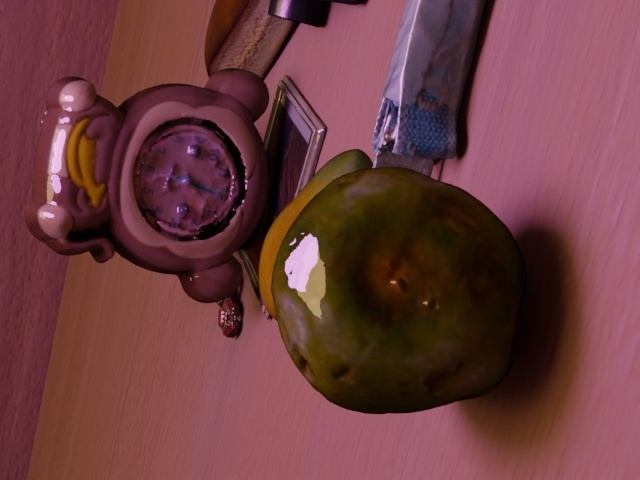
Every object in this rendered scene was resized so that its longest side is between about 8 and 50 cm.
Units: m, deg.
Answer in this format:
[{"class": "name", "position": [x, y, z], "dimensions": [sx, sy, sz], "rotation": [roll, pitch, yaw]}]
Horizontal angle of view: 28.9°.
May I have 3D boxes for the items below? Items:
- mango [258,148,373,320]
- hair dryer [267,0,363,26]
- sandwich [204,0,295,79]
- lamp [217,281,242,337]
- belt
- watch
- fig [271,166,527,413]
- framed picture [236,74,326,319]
[{"class": "mango", "position": [0.000, 0.007, 1.343], "dimensions": [0.237, 0.091, 0.137], "rotation": [127, 140, -53]}, {"class": "hair dryer", "position": [0.008, -0.319, 1.510], "dimensions": [0.219, 0.071, 0.124], "rotation": [34, 113, 61]}, {"class": "sandwich", "position": [-0.093, -0.310, 1.734], "dimensions": [0.258, 0.094, 0.096], "rotation": [132, 137, -55]}, {"class": "lamp", "position": [-0.127, 0.096, 1.749], "dimensions": [0.063, 0.031, 0.083], "rotation": [119, 149, -47]}, {"class": "belt", "position": [0.111, -0.203, 1.147], "dimensions": [0.087, 0.072, 0.302], "rotation": [-134, 56, -69]}, {"class": "watch", "position": [-0.257, -0.088, 1.694], "dimensions": [0.327, 0.335, 0.314], "rotation": [4, 85, 61]}, {"class": "fig", "position": [0.062, 0.058, 1.037], "dimensions": [0.275, 0.206, 0.206], "rotation": [89, -175, -77]}, {"class": "framed picture", "position": [-0.061, -0.061, 1.650], "dimensions": [0.216, 0.016, 0.273], "rotation": [-122, 45, -61]}]
